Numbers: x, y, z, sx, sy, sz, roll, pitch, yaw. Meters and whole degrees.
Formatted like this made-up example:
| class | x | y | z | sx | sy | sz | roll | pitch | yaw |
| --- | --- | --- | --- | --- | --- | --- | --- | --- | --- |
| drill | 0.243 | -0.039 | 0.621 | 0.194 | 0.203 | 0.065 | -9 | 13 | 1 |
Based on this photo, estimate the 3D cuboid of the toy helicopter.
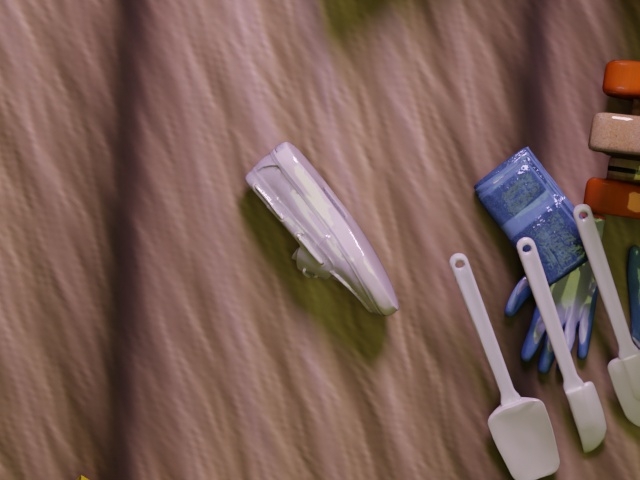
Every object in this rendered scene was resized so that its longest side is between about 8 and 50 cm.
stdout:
| class | x | y | z | sx | sy | sz | roll | pitch | yaw |
| --- | --- | --- | --- | --- | --- | --- | --- | --- | --- |
| toy helicopter | 0.341 | -0.076 | 1.421 | 0.234 | 0.355 | 0.140 | 10 | 93 | 11 |

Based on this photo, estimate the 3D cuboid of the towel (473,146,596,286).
| class | x | y | z | sx | sy | sz | roll | pitch | yaw |
| --- | --- | --- | --- | --- | --- | --- | --- | --- | --- |
| towel | 0.199 | -0.021 | 1.563 | 0.067 | 0.029 | 0.119 | -37 | 85 | 0 |

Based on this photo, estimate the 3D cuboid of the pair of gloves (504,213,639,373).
| class | x | y | z | sx | sy | sz | roll | pitch | yaw |
| --- | --- | --- | --- | --- | --- | --- | --- | --- | --- |
| pair of gloves | 0.273 | 0.056 | 1.590 | 0.198 | 0.023 | 0.159 | 11 | 92 | -7 |

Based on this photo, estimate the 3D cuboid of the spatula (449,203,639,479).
| class | x | y | z | sx | sy | sz | roll | pitch | yaw |
| --- | --- | --- | --- | --- | --- | --- | --- | --- | --- |
| spatula | 0.216 | 0.097 | 1.560 | 0.168 | 0.019 | 0.242 | -21 | 111 | 5 |

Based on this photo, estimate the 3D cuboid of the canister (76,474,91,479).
| class | x | y | z | sx | sy | sz | roll | pitch | yaw |
| --- | --- | --- | --- | --- | --- | --- | --- | --- | --- |
| canister | -0.176 | 0.309 | 1.537 | 0.170 | 0.073 | 0.126 | 32 | 90 | -8 |

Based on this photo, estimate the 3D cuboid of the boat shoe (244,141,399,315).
| class | x | y | z | sx | sy | sz | roll | pitch | yaw |
| --- | --- | --- | --- | --- | --- | --- | --- | --- | --- |
| boat shoe | 0.000 | 0.000 | 1.541 | 0.063 | 0.066 | 0.184 | -35 | 99 | 12 |
